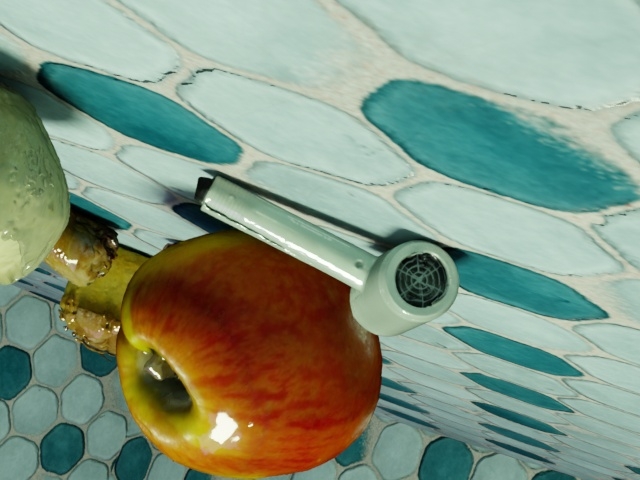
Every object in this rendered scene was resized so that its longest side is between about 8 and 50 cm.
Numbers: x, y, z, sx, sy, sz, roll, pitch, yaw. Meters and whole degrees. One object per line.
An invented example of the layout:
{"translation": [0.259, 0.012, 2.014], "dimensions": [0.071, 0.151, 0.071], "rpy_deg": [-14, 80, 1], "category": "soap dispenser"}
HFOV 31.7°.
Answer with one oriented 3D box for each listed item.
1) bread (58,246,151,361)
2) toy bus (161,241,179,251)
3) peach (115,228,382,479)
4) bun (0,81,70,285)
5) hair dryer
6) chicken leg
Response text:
{"translation": [-0.253, 0.106, 1.681], "dimensions": [0.147, 0.160, 0.260], "rpy_deg": [2, 157, 35], "category": "bread"}
{"translation": [-0.158, 0.026, 1.387], "dimensions": [0.031, 0.043, 0.110], "rpy_deg": [25, 167, -41], "category": "toy bus"}
{"translation": [-0.067, 0.107, 1.137], "dimensions": [0.281, 0.281, 0.238], "rpy_deg": [22, 126, -9], "category": "peach"}
{"translation": [-0.316, -0.074, 0.905], "dimensions": [0.259, 0.152, 0.259], "rpy_deg": [15, 157, 7], "category": "bun"}
{"translation": [0.000, 0.000, 0.971], "dimensions": [0.236, 0.073, 0.131], "rpy_deg": [30, 167, -3], "category": "hair dryer"}
{"translation": [-0.350, -0.020, 1.418], "dimensions": [0.107, 0.087, 0.251], "rpy_deg": [21, 167, 43], "category": "chicken leg"}
